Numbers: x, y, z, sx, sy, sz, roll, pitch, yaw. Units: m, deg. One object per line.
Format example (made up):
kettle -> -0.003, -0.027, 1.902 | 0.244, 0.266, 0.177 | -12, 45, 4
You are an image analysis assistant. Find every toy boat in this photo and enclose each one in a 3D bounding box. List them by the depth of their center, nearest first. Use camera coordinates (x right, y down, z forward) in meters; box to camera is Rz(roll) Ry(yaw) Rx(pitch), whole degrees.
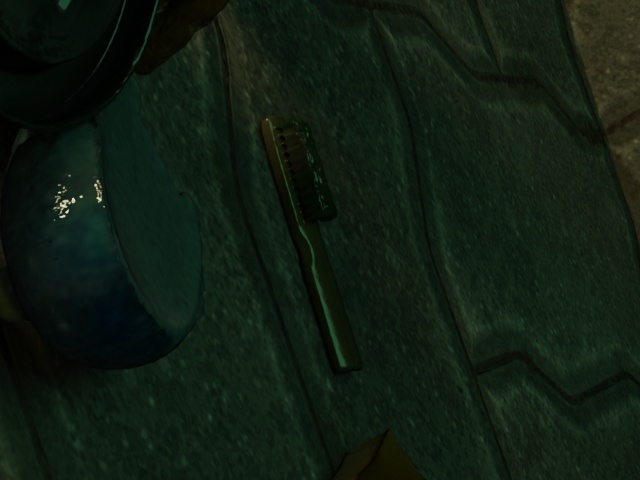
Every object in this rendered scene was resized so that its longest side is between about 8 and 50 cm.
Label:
toy boat -> -0.187, -0.010, 1.488 | 0.330, 0.123, 0.215 | -90, 160, -63

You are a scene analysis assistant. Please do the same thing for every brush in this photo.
brush -> 0.000, 0.000, 1.954 | 0.054, 0.048, 0.282 | 2, 70, -63

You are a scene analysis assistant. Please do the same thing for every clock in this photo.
clock -> -0.216, -0.239, 1.349 | 0.319, 0.066, 0.319 | -17, 109, -61

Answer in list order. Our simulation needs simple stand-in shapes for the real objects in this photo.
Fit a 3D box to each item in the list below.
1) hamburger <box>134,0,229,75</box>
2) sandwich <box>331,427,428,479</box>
hamburger -> -0.132, -0.267, 1.628 | 0.146, 0.243, 0.286 | 28, 5, -21
sandwich -> 0.082, 0.295, 1.861 | 0.193, 0.058, 0.162 | 63, 22, -8
